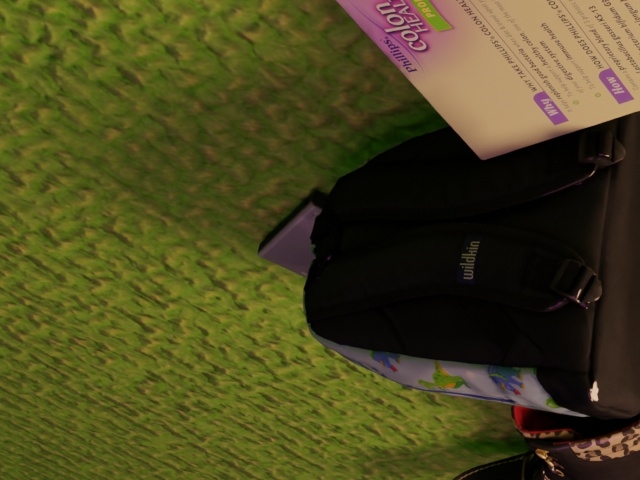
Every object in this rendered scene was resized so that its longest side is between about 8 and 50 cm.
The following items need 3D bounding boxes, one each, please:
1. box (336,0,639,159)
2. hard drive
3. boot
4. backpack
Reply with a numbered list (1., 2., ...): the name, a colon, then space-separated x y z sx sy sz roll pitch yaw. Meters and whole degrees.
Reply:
1. box: 0.171 -0.195 0.839 0.243 0.117 0.213 -17 137 37
2. hard drive: 0.000 0.000 1.274 0.094 0.022 0.135 25 145 -18
3. boot: 0.308 0.282 1.485 0.377 0.138 0.284 -9 142 24
4. backpack: 0.142 0.025 1.047 0.355 0.290 0.273 -3 159 34
